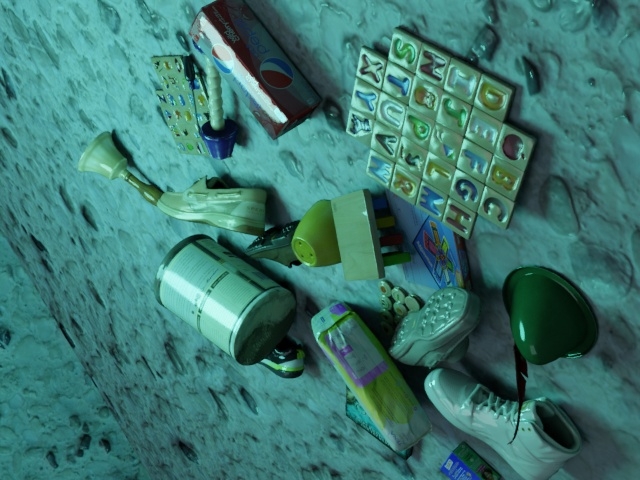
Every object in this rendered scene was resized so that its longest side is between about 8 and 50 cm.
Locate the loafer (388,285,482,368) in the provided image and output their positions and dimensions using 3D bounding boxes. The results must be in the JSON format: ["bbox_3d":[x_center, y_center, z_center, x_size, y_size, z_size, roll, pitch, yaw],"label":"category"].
[{"bbox_3d":[0.226,0.165,1.680,0.111,0.112,0.319,23,159,-7],"label":"loafer"}]

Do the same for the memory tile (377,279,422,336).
[{"bbox_3d":[0.161,0.152,1.843,0.113,0.012,0.148,27,138,36],"label":"memory tile"}]

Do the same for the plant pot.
[{"bbox_3d":[0.000,0.000,1.829,0.134,0.095,0.134,32,142,30],"label":"plant pot"}]

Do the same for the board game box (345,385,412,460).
[{"bbox_3d":[0.133,0.408,2.105,0.186,0.026,0.126,32,142,31],"label":"board game box"}]

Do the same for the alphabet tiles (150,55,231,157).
[{"bbox_3d":[-0.295,-0.292,2.016,0.198,0.009,0.237,11,128,48],"label":"alphabet tiles"}]

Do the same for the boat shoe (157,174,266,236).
[{"bbox_3d":[-0.236,-0.087,2.056,0.341,0.121,0.110,13,93,43],"label":"boat shoe"}]

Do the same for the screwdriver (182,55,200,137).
[{"bbox_3d":[-0.262,-0.298,1.907,0.025,0.024,0.170,-49,-50,-80],"label":"screwdriver"}]

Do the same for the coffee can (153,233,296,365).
[{"bbox_3d":[-0.223,0.135,2.142,0.275,0.201,0.201,32,142,31],"label":"coffee can"}]

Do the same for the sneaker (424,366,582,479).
[{"bbox_3d":[0.339,0.306,1.684,0.292,0.108,0.169,37,144,8],"label":"sneaker"}]

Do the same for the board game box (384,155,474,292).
[{"bbox_3d":[0.184,-0.034,1.624,0.145,0.027,0.281,17,133,45],"label":"board game box"}]

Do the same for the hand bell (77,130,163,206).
[{"bbox_3d":[-0.474,-0.155,2.316,0.242,0.126,0.126,36,146,4],"label":"hand bell"}]

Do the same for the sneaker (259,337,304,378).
[{"bbox_3d":[-0.117,0.257,2.262,0.234,0.084,0.097,19,110,41],"label":"sneaker"}]

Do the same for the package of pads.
[{"bbox_3d":[0.100,0.269,1.870,0.296,0.101,0.229,55,178,-4],"label":"package of pads"}]

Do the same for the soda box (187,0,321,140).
[{"bbox_3d":[-0.121,-0.320,1.687,0.263,0.092,0.083,52,148,3],"label":"soda box"}]

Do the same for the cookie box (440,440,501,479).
[{"bbox_3d":[0.314,0.488,1.934,0.107,0.040,0.092,42,146,18],"label":"cookie box"}]

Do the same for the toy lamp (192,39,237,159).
[{"bbox_3d":[-0.209,-0.284,1.849,0.080,0.080,0.275,33,142,30],"label":"toy lamp"}]

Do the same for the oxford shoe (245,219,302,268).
[{"bbox_3d":[-0.088,0.024,1.981,0.096,0.083,0.227,53,153,-17],"label":"oxford shoe"}]

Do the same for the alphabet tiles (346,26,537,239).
[{"bbox_3d":[0.181,-0.168,1.480,0.342,0.011,0.285,35,134,27],"label":"alphabet tiles"}]

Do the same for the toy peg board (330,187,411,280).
[{"bbox_3d":[0.096,-0.012,1.701,0.161,0.079,0.161,169,91,-69],"label":"toy peg board"}]

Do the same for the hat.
[{"bbox_3d":[0.328,0.172,1.485,0.208,0.183,0.173,49,147,7],"label":"hat"}]
